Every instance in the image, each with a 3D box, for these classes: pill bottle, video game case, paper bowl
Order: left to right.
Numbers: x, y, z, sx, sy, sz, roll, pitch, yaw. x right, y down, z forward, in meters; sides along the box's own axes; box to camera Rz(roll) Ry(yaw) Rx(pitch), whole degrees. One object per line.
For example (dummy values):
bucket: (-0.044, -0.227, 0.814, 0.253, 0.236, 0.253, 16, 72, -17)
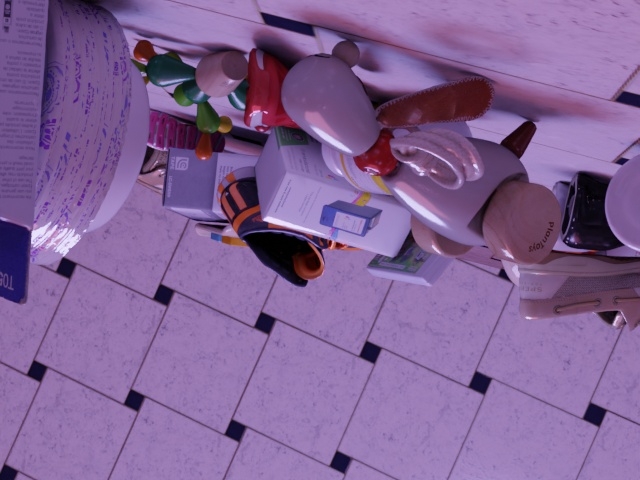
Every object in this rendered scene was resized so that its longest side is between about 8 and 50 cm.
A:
paper bowl: (-0.286, -0.115, 1.383, 0.148, 0.284, 0.284, 15, 178, -37)
pill bottle: (0.082, -0.103, 1.494, 0.103, 0.103, 0.184, 17, 177, -33)
video game case: (0.169, -0.019, 1.900, 0.023, 0.193, 0.212, 44, 168, -16)
pill bottle: (0.381, -0.025, 1.398, 0.108, 0.108, 0.180, 13, 177, 33)

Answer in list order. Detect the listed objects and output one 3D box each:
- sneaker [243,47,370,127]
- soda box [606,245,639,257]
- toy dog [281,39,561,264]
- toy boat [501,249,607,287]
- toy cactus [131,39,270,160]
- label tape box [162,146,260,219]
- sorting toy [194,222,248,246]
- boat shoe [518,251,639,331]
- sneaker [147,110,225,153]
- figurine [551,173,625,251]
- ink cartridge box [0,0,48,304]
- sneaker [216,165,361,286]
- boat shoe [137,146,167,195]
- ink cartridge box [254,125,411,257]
sneaker: (-0.009, -0.155, 1.401, 0.128, 0.087, 0.221, 5, -173, 4)
soda box: (0.556, 0.042, 2.094, 0.216, 0.073, 0.069, 15, 177, 4)
toy dog: (0.120, -0.103, 1.292, 0.220, 0.161, 0.333, 17, 164, 31)
toy boat: (0.374, 0.003, 1.980, 0.231, 0.151, 0.151, 17, 147, -39)
toy cactus: (-0.139, -0.173, 1.503, 0.219, 0.112, 0.180, 25, 164, -21)
label tape box: (-0.072, -0.078, 2.206, 0.334, 0.105, 0.240, 5, 176, 9)
sorting toy: (-0.104, -0.004, 2.299, 0.193, 0.038, 0.208, 6, 178, -21)
boat shoe: (0.387, 0.068, 1.720, 0.302, 0.098, 0.109, 4, 179, -27)
sneaker: (-0.251, -0.175, 2.236, 0.170, 0.063, 0.075, 11, 173, -26)
figurine: (0.409, -0.016, 1.707, 0.210, 0.092, 0.215, 11, 178, 0)
ink cartridge box: (-0.387, -0.124, 1.299, 0.071, 0.330, 0.324, 1, -173, -44)
sneaker: (0.000, 0.000, 2.001, 0.321, 0.124, 0.180, 8, -144, -29)
boat shoe: (-0.303, -0.145, 2.520, 0.341, 0.121, 0.110, 17, 178, -2)
ink cartridge box: (0.022, -0.074, 1.913, 0.212, 0.093, 0.154, 18, -152, -18)
